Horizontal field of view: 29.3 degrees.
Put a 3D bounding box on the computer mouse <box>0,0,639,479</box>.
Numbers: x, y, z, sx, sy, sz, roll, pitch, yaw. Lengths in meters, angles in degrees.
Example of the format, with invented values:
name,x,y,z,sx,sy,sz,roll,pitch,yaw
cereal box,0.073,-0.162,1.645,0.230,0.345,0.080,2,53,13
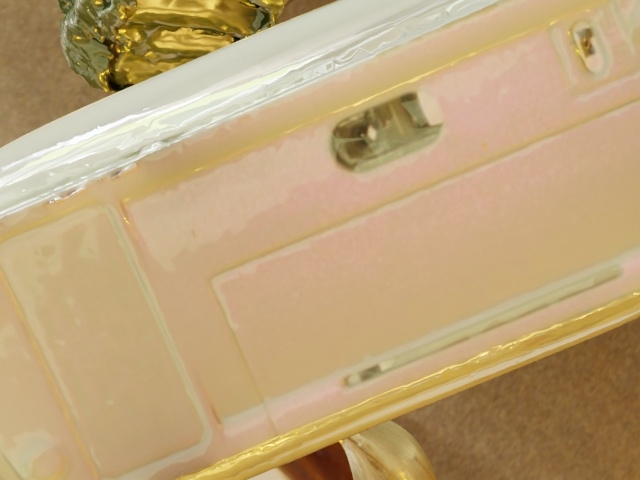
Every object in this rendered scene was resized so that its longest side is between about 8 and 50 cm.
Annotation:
name,x,y,z,sx,sy,sz,roll,pitch,yaw
computer mouse,0.000,0.000,0.360,0.245,0.056,0.126,-23,101,2

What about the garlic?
name,x,y,z,sx,sy,sz,roll,pitch,yaw
garlic,0.084,0.284,1.498,0.128,0.115,0.207,-2,118,41

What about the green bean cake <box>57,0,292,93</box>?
name,x,y,z,sx,sy,sz,roll,pitch,yaw
green bean cake,-0.085,-0.225,0.683,0.241,0.132,0.255,150,117,-64
